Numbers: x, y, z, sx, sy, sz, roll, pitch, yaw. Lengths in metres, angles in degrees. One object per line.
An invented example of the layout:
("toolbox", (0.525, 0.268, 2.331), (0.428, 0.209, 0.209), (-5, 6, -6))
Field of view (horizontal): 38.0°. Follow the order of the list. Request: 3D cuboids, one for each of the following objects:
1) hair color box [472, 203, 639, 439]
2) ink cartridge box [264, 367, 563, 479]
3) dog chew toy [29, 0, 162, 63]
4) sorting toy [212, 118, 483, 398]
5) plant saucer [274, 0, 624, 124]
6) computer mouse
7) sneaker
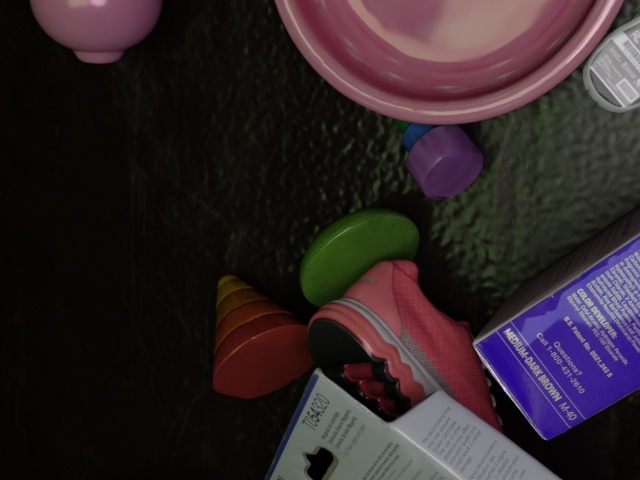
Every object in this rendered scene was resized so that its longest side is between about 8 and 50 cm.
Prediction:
("hair color box", (0.302, 0.011, 0.749), (0.339, 0.185, 0.110), (-40, 85, 25))
("ink cartridge box", (0.112, 0.262, 0.858), (0.330, 0.071, 0.324), (38, 148, 11))
("dog chew toy", (-0.220, -0.339, 0.893), (0.207, 0.206, 0.331), (11, 114, 20))
("sorting toy", (0.000, 0.000, 0.938), (0.365, 0.127, 0.126), (-48, 52, 21))
("plant saucer", (0.114, -0.271, 0.823), (0.332, 0.084, 0.332), (5, 104, 21))
("computer mouse", (0.307, -0.185, 0.786), (0.193, 0.042, 0.106), (-38, 90, 19))
("sneaker", (0.128, 0.147, 0.893), (0.116, 0.136, 0.314), (-12, 121, 53))
